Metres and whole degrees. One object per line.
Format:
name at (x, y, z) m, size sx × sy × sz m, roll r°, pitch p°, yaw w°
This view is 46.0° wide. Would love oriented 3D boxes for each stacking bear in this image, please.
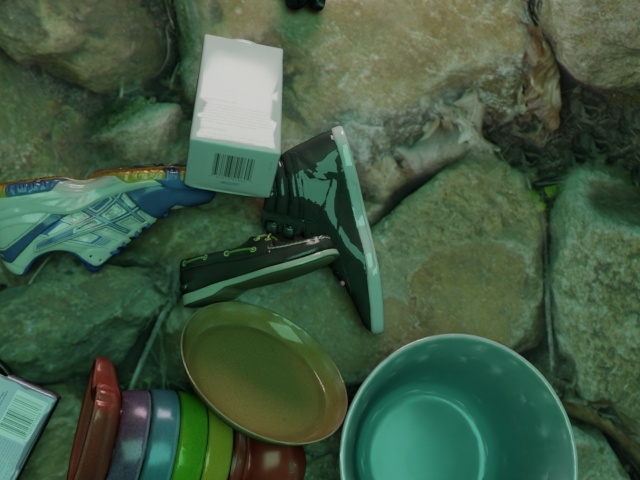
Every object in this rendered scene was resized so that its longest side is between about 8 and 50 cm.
stacking bear at (-0.155, 0.265, 0.945) m, size 0.289 × 0.175 × 0.164 m, roll 14°, pitch 93°, yaw -19°

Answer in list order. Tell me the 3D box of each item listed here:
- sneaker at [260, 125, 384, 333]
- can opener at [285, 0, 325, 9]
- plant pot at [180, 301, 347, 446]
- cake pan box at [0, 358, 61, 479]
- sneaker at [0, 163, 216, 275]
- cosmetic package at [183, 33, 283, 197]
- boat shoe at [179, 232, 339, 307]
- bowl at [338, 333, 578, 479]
sneaker at (0.000, 0.000, 1.061) m, size 0.147 × 0.104 × 0.295 m, roll -15°, pitch 93°, yaw 2°
can opener at (-0.044, -0.437, 1.149) m, size 0.059 × 0.073 × 0.186 m, roll -19°, pitch 80°, yaw 24°
plant pot at (-0.075, 0.173, 0.971) m, size 0.236 × 0.236 × 0.032 m, roll 29°, pitch 119°, yaw -6°
cake pan box at (-0.487, 0.251, 0.915) m, size 0.246 × 0.070 × 0.266 m, roll 26°, pitch 76°, yaw -9°
sneaker at (-0.280, -0.029, 1.006) m, size 0.297 × 0.112 × 0.131 m, roll -9°, pitch 100°, yaw -13°
cosmetic package at (-0.114, -0.172, 1.014) m, size 0.117 × 0.085 × 0.231 m, roll 9°, pitch 46°, yaw -10°
boat shoe at (-0.088, 0.028, 0.999) m, size 0.228 × 0.081 × 0.068 m, roll -18°, pitch 74°, yaw 16°
bowl at (0.160, 0.287, 0.998) m, size 0.312 × 0.163 × 0.311 m, roll 2°, pitch 76°, yaw -10°
